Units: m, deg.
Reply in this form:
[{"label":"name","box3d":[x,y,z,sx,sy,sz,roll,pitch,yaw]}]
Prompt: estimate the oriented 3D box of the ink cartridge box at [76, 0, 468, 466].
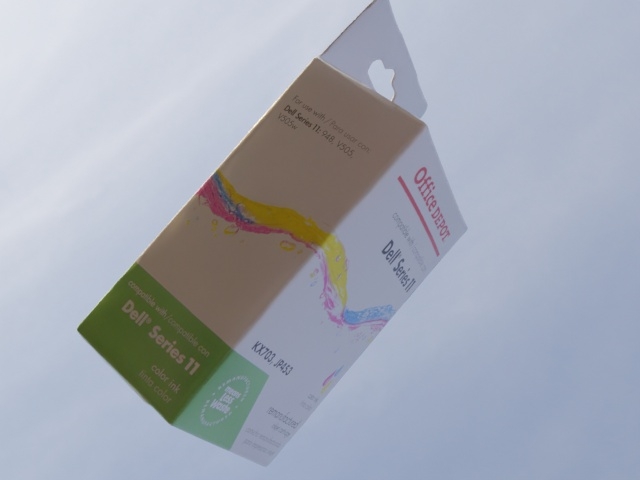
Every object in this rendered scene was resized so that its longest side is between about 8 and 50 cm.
[{"label":"ink cartridge box","box3d":[0.000,0.000,0.763,0.119,0.207,0.353,38,-96,27]}]
